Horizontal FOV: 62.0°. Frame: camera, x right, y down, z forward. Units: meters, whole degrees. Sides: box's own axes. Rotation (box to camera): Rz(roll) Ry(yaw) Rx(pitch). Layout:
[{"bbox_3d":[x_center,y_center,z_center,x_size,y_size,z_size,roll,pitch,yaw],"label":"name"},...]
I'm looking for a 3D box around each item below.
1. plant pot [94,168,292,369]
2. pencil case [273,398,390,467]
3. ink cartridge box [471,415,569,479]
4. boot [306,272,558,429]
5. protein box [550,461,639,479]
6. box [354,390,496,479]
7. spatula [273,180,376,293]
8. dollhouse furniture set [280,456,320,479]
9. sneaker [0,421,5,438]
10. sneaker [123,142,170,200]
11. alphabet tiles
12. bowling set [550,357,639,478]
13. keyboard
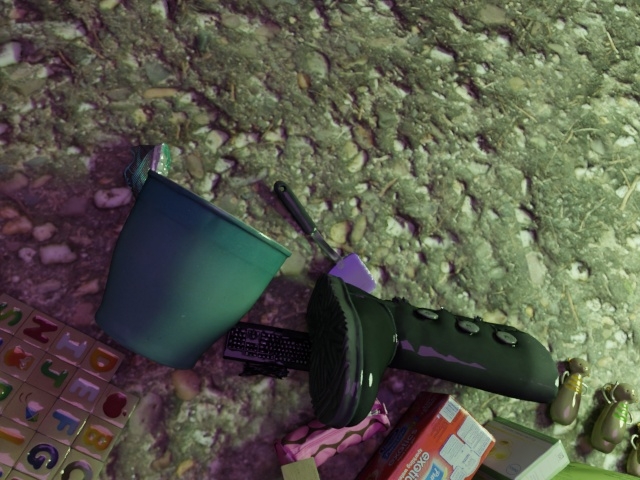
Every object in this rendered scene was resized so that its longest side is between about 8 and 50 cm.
[{"bbox_3d":[-0.228,0.061,0.890,0.272,0.272,0.255,31,86,-7],"label":"plant pot"},{"bbox_3d":[0.022,0.350,0.965,0.209,0.098,0.095,-25,85,-19],"label":"pencil case"},{"bbox_3d":[0.312,0.433,0.989,0.235,0.171,0.056,-28,98,-20],"label":"ink cartridge box"},{"bbox_3d":[0.209,0.221,0.934,0.446,0.367,0.146,20,114,-12],"label":"boot"},{"bbox_3d":[0.480,0.509,1.004,0.201,0.200,0.135,5,77,-15],"label":"protein box"},{"bbox_3d":[0.182,0.418,0.981,0.128,0.122,0.257,44,70,-2],"label":"box"},{"bbox_3d":[0.000,0.000,1.076,0.084,0.030,0.296,-38,90,-16],"label":"spatula"},{"bbox_3d":[-0.074,0.464,0.901,0.144,0.151,0.123,-9,59,-18],"label":"dollhouse furniture set"},{"bbox_3d":[-0.523,0.396,0.814,0.121,0.099,0.262,43,59,-31],"label":"sneaker"},{"bbox_3d":[-0.334,-0.107,0.999,0.076,0.065,0.166,7,72,2],"label":"sneaker"},{"bbox_3d":[-0.477,0.246,0.827,0.343,0.011,0.285,31,47,-11],"label":"alphabet tiles"},{"bbox_3d":[0.650,0.369,1.094,0.287,0.200,0.154,36,69,-9],"label":"bowling set"},{"bbox_3d":[-0.083,0.212,1.000,0.192,0.038,0.100,11,75,-12],"label":"keyboard"}]
